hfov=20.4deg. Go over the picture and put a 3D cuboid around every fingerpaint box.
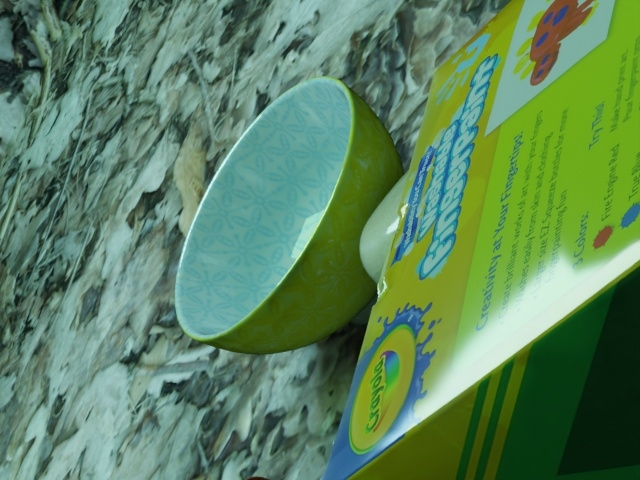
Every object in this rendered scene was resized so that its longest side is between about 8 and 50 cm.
[{"bbox_3d":[0.207,-0.038,1.106,0.371,0.163,0.445,-42,20,38],"label":"fingerpaint box"}]

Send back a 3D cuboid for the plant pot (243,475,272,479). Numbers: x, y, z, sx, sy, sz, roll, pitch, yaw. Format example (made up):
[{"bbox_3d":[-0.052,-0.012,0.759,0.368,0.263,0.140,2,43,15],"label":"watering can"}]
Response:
[{"bbox_3d":[-0.016,0.362,1.319,0.236,0.267,0.267,-38,31,61],"label":"plant pot"}]

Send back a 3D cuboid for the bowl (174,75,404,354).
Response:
[{"bbox_3d":[0.000,0.000,1.759,0.289,0.156,0.289,-43,30,32],"label":"bowl"}]

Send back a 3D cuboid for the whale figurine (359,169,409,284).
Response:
[{"bbox_3d":[0.143,-0.029,1.597,0.216,0.141,0.272,-46,4,27],"label":"whale figurine"}]
